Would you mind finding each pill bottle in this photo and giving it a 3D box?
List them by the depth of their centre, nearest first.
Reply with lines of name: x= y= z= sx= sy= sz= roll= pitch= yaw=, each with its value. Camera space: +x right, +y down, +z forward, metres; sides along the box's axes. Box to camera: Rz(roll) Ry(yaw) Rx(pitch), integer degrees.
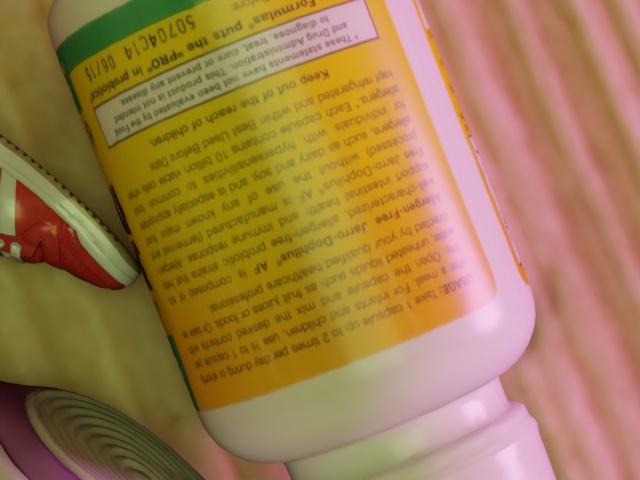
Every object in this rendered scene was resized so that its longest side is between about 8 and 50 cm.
pill bottle: x=0.000 y=0.000 z=0.597 sx=0.117 sy=0.117 sz=0.208 roll=-22 pitch=91 yaw=-8

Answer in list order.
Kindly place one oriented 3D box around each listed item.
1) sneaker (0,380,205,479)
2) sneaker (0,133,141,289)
sneaker: x=-0.143 y=0.107 z=0.593 sx=0.305 sy=0.114 sz=0.152 roll=26 pitch=98 yaw=-2
sneaker: x=-0.123 y=-0.005 z=0.618 sx=0.118 sy=0.042 sz=0.067 roll=37 pitch=80 yaw=3
